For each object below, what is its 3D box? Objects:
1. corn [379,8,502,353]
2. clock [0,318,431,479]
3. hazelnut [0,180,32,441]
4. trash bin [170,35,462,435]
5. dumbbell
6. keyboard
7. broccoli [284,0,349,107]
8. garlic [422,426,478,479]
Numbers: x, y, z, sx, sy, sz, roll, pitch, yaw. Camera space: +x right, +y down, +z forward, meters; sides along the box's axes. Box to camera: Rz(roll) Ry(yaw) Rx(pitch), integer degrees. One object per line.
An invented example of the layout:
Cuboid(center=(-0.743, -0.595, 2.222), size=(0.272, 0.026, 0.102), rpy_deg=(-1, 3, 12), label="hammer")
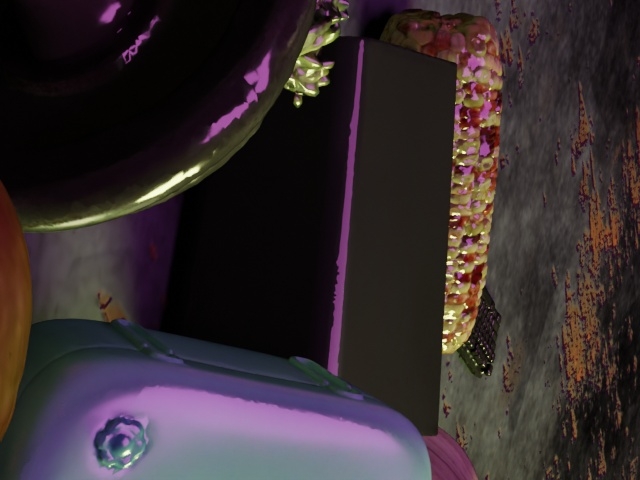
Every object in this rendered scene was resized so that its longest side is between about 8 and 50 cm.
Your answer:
Cuboid(center=(0.076, -0.031, 1.126), size=(0.086, 0.086, 0.253), rpy_deg=(-30, 127, -56), label="corn")
Cuboid(center=(-0.082, 0.182, 0.805), size=(0.224, 0.094, 0.274), rpy_deg=(17, 97, -33), label="clock")
Cuboid(center=(-0.187, 0.038, 0.530), size=(0.210, 0.186, 0.210), rpy_deg=(6, 90, -81), label="hazelnut")
Cuboid(center=(0.000, 0.000, 0.969), size=(0.165, 0.115, 0.225), rpy_deg=(2, 94, -62), label="trash bin")
Cuboid(center=(-0.111, -0.122, 0.612), size=(0.192, 0.192, 0.290), rpy_deg=(-65, 149, -26), label="dumbbell")
Cuboid(center=(0.107, 0.043, 1.288), size=(0.195, 0.018, 0.060), rpy_deg=(53, 50, -56), label="keyboard")
Cuboid(center=(-0.077, -0.080, 0.795), size=(0.204, 0.122, 0.118), rpy_deg=(-43, 161, -27), label="broccoli")
Cuboid(center=(0.085, 0.225, 1.086), size=(0.199, 0.226, 0.199), rpy_deg=(-34, 132, -49), label="garlic")
